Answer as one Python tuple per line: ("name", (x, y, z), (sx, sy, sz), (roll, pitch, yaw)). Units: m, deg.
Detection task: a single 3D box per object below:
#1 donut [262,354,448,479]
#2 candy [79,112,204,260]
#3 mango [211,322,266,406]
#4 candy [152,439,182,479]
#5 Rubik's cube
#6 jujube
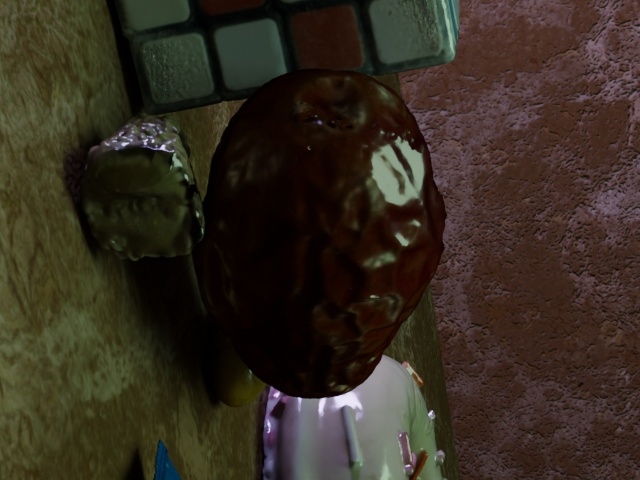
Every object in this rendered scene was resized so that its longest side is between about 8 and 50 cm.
("donut", (0.049, 0.283, 1.489), (0.382, 0.143, 0.382), (-9, 90, -78))
("candy", (-0.120, -0.036, 1.019), (0.110, 0.085, 0.095), (-84, 173, -66))
("mango", (-0.066, 0.096, 1.269), (0.114, 0.057, 0.079), (-76, 160, -44))
("candy", (-0.106, 0.219, 1.021), (0.088, 0.038, 0.136), (-108, -168, -68))
("Rubik's cube", (-0.029, -0.267, 1.199), (0.259, 0.256, 0.253), (-64, 144, -71))
("jujube", (0.000, 0.000, 1.124), (0.290, 0.197, 0.197), (96, -3, -46))
